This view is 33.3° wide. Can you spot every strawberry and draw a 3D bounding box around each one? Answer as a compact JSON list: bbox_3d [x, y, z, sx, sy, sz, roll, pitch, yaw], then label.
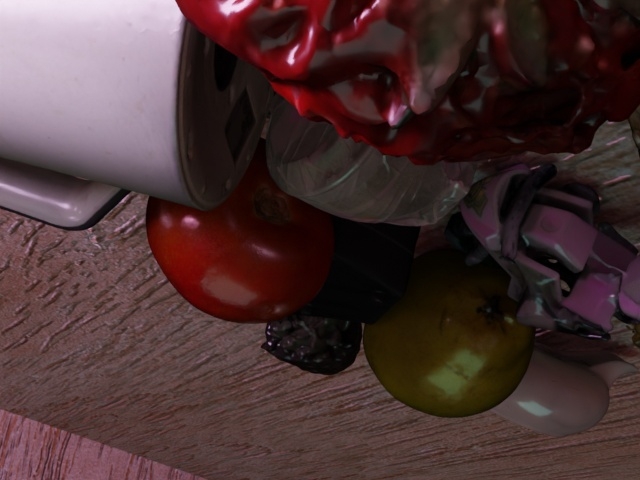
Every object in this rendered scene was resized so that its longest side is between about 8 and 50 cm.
[{"bbox_3d":[0.067,-0.197,0.680,0.318,0.295,0.345,-5,-170,-1],"label":"strawberry"}]

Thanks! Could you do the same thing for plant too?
[{"bbox_3d":[-0.010,0.114,1.516,0.129,0.132,0.194,4,160,12],"label":"plant"}]

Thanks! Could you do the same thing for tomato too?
[{"bbox_3d":[-0.081,-0.009,1.052,0.195,0.195,0.136,26,139,-25],"label":"tomato"}]

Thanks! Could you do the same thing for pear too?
[{"bbox_3d":[0.159,0.115,1.335,0.212,0.212,0.269,19,160,-13],"label":"pear"}]

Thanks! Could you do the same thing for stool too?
[{"bbox_3d":[0.000,0.000,1.239,0.232,0.141,0.232,11,157,5],"label":"stool"}]

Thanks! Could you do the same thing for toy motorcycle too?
[{"bbox_3d":[0.272,0.017,1.120,0.327,0.143,0.188,20,159,27],"label":"toy motorcycle"}]

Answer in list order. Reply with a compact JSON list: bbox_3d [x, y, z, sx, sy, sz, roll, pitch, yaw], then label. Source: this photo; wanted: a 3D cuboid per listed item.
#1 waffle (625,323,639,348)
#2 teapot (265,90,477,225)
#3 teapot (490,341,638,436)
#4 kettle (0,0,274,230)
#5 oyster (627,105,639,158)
[{"bbox_3d":[0.451,0.169,1.259,0.060,0.262,0.280,-43,87,23],"label":"waffle"},{"bbox_3d":[0.037,-0.085,1.011,0.178,0.163,0.222,27,154,-38],"label":"teapot"},{"bbox_3d":[0.297,0.184,1.502,0.298,0.139,0.204,19,-172,-19],"label":"teapot"},{"bbox_3d":[-0.238,-0.148,0.892,0.377,0.250,0.361,12,143,10],"label":"kettle"},{"bbox_3d":[0.287,-0.135,0.777,0.133,0.197,0.337,12,176,16],"label":"oyster"}]
